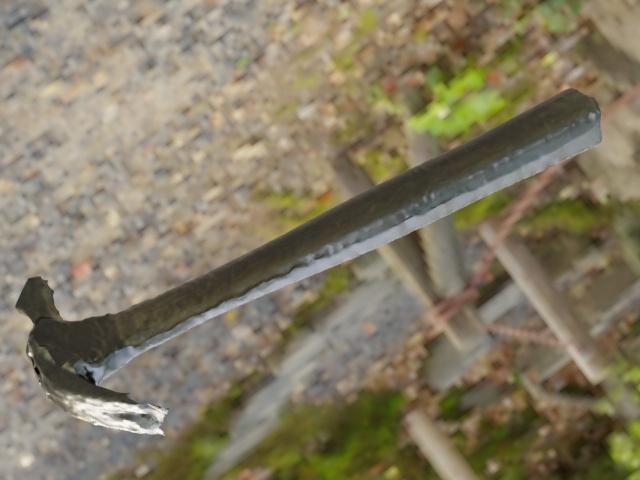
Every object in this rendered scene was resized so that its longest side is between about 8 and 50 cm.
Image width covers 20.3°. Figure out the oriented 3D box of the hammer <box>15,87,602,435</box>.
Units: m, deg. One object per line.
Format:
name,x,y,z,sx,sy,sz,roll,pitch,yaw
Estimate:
hammer,0.000,-0.001,0.852,0.297,0.125,0.027,-26,134,-8
